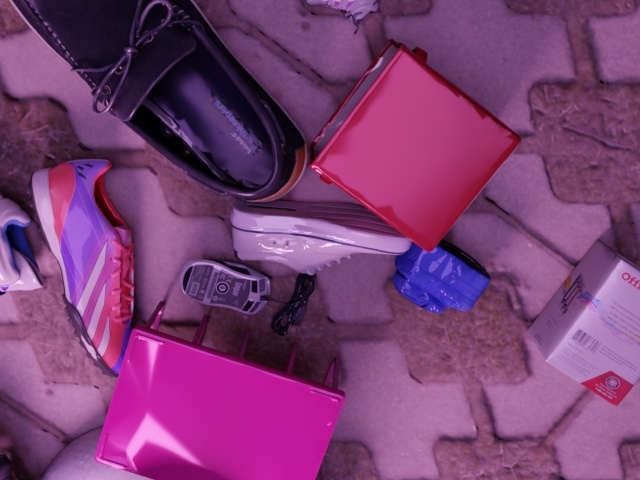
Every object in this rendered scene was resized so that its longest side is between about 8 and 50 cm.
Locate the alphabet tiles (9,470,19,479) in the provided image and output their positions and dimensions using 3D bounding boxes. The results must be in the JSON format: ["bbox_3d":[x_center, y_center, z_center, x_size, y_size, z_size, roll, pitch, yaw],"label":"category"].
[{"bbox_3d":[-0.447,0.485,1.382,0.009,0.198,0.237,-6,120,-40],"label":"alphabet tiles"}]

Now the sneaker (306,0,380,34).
[{"bbox_3d":[0.034,-0.311,1.242,0.098,0.038,0.069,-12,103,4],"label":"sneaker"}]

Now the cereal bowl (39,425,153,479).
[{"bbox_3d":[-0.281,0.452,1.384,0.339,0.141,0.339,0,105,1],"label":"cereal bowl"}]

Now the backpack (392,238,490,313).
[{"bbox_3d":[0.170,0.051,1.301,0.120,0.098,0.101,27,101,-15],"label":"backpack"}]

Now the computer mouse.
[{"bbox_3d":[-0.110,0.068,1.338,0.193,0.042,0.106,18,108,-9],"label":"computer mouse"}]

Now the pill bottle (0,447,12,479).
[{"bbox_3d":[-0.538,0.315,1.330,0.130,0.130,0.245,-39,85,10],"label":"pill bottle"}]

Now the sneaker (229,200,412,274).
[{"bbox_3d":[0.000,0.000,1.302,0.258,0.094,0.091,8,116,7],"label":"sneaker"}]

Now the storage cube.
[{"bbox_3d":[0.115,-0.128,1.212,0.193,0.183,0.215,35,101,-9],"label":"storage cube"}]

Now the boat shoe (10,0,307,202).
[{"bbox_3d":[-0.219,-0.234,1.207,0.500,0.156,0.187,43,102,-8],"label":"boat shoe"}]

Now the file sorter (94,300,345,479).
[{"bbox_3d":[-0.133,0.228,1.304,0.291,0.182,0.202,18,104,-3],"label":"file sorter"}]

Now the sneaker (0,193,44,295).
[{"bbox_3d":[-0.518,0.077,1.298,0.236,0.130,0.323,14,98,2],"label":"sneaker"}]

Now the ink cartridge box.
[{"bbox_3d":[0.403,0.111,1.294,0.128,0.127,0.176,34,102,-7],"label":"ink cartridge box"}]

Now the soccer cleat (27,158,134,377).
[{"bbox_3d":[-0.308,0.041,1.303,0.116,0.108,0.318,-16,101,1],"label":"soccer cleat"}]
